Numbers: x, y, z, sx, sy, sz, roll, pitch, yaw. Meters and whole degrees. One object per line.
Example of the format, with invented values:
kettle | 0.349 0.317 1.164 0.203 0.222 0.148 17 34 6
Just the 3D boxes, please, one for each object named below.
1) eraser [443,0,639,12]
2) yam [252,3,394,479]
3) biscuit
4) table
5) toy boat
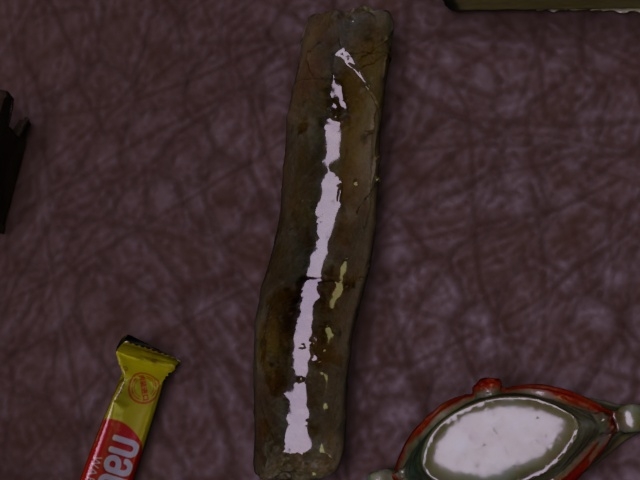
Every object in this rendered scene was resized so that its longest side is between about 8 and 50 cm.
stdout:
eraser | 0.160 -0.185 1.223 0.172 0.117 0.058 1 82 11
yam | 0.000 0.000 1.251 0.067 0.071 0.317 11 81 -25
biscuit | -0.159 0.205 1.263 0.048 0.026 0.292 20 85 -21
table | -0.246 -0.059 1.300 0.070 0.083 0.082 13 77 9
toy boat | 0.114 0.131 1.206 0.185 0.071 0.089 -15 76 7
